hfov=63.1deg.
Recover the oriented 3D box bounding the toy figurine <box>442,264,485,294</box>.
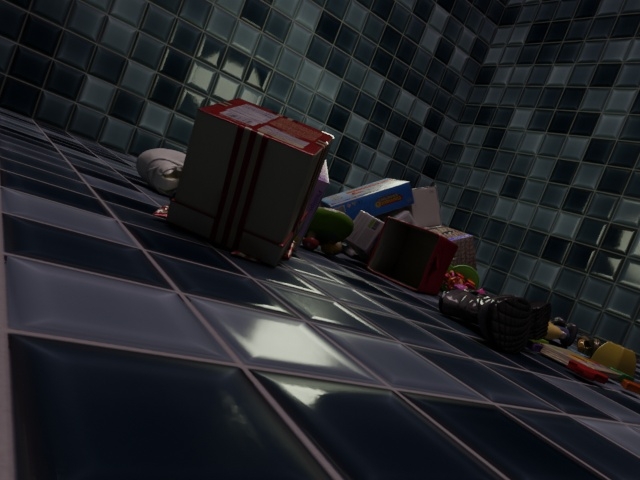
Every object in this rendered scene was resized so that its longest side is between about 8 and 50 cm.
[{"bbox_3d":[0.460,0.153,1.681,0.173,0.130,0.159,32,11,-11],"label":"toy figurine"}]

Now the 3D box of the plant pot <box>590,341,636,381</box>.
[{"bbox_3d":[0.767,0.313,1.358,0.082,0.083,0.081,19,4,-24],"label":"plant pot"}]

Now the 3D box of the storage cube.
[{"bbox_3d":[0.295,0.054,1.647,0.215,0.183,0.193,23,3,32],"label":"storage cube"}]

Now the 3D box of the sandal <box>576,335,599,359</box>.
[{"bbox_3d":[0.783,0.317,1.544,0.049,0.072,0.180,7,-1,11],"label":"sandal"}]

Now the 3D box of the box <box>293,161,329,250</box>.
[{"bbox_3d":[-0.078,-0.131,1.407,0.118,0.213,0.243,20,26,-14],"label":"box"}]

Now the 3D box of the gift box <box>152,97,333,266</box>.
[{"bbox_3d":[-0.145,-0.106,0.995,0.255,0.258,0.276,24,24,7],"label":"gift box"}]

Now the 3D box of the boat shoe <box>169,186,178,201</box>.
[{"bbox_3d":[-0.217,-0.069,1.190,0.255,0.095,0.079,20,2,-6],"label":"boat shoe"}]

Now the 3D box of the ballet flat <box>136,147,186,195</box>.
[{"bbox_3d":[-0.376,-0.159,1.479,0.401,0.139,0.139,23,4,10],"label":"ballet flat"}]

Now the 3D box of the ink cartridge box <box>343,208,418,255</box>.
[{"bbox_3d":[0.207,-0.004,2.023,0.130,0.272,0.309,55,-6,-16],"label":"ink cartridge box"}]

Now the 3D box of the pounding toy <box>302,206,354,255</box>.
[{"bbox_3d":[0.000,0.000,1.593,0.183,0.110,0.237,11,-25,-4],"label":"pounding toy"}]

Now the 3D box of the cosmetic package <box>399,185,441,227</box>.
[{"bbox_3d":[0.377,-0.124,2.128,0.113,0.160,0.309,-7,-1,-8],"label":"cosmetic package"}]

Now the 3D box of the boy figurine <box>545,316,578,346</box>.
[{"bbox_3d":[0.680,0.256,1.647,0.285,0.092,0.177,23,5,-29],"label":"boy figurine"}]

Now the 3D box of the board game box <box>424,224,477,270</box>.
[{"bbox_3d":[0.437,0.047,2.058,0.232,0.141,0.291,-13,12,-10],"label":"board game box"}]

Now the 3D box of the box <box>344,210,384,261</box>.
[{"bbox_3d":[0.174,0.007,1.743,0.103,0.114,0.203,32,-7,33],"label":"box"}]

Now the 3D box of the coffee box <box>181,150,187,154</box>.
[{"bbox_3d":[-0.458,-0.244,1.984,0.098,0.141,0.246,22,4,7],"label":"coffee box"}]

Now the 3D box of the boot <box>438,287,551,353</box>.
[{"bbox_3d":[0.360,0.166,1.172,0.223,0.118,0.338,11,-3,39],"label":"boot"}]

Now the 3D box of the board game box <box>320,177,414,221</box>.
[{"bbox_3d":[0.169,-0.153,2.026,0.309,0.086,0.302,-18,11,-4],"label":"board game box"}]

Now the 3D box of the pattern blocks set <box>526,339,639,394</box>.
[{"bbox_3d":[0.606,0.288,1.228,0.325,0.026,0.285,19,5,-31],"label":"pattern blocks set"}]
